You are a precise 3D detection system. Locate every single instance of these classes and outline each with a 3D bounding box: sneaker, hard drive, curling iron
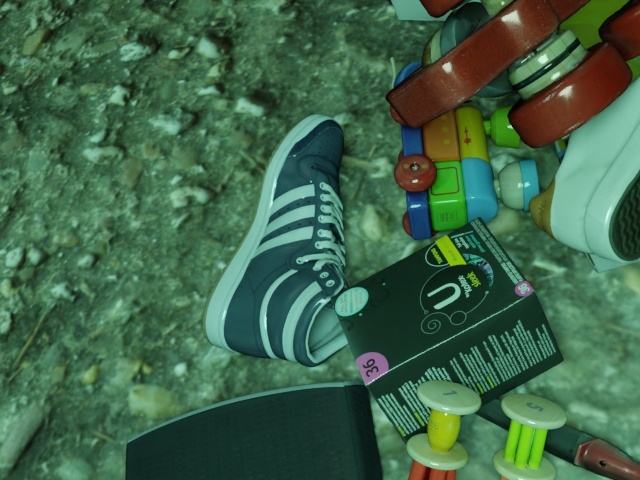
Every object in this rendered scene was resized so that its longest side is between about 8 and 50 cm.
[{"bbox_3d":[0.284,-0.115,0.721,0.290,0.106,0.123,-48,32,-13],"label":"sneaker"},{"bbox_3d":[-0.071,0.226,0.772,0.254,0.054,0.172,-17,53,13],"label":"hard drive"},{"bbox_3d":[0.000,0.000,0.862,0.153,0.099,0.282,13,71,36],"label":"sneaker"},{"bbox_3d":[0.222,0.189,0.678,0.274,0.035,0.068,29,74,36],"label":"curling iron"}]

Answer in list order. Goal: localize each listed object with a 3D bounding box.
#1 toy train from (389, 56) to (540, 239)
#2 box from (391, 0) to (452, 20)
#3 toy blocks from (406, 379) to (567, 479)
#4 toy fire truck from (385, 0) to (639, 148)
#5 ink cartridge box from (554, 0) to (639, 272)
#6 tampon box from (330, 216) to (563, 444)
[{"bbox_3d":[0.150,-0.123,0.886,0.143,0.105,0.248,-5,56,8],"label":"toy train"},{"bbox_3d":[0.148,-0.451,0.943,0.168,0.345,0.215,10,62,29],"label":"box"},{"bbox_3d":[0.128,0.198,0.679,0.123,0.148,0.054,9,15,4],"label":"toy blocks"},{"bbox_3d":[0.176,-0.194,0.742,0.302,0.254,0.169,-41,96,-17],"label":"toy fire truck"},{"bbox_3d":[0.376,-0.149,0.796,0.307,0.072,0.304,-21,50,23],"label":"ink cartridge box"},{"bbox_3d":[0.111,0.080,0.743,0.161,0.101,0.120,-29,37,4],"label":"tampon box"}]
